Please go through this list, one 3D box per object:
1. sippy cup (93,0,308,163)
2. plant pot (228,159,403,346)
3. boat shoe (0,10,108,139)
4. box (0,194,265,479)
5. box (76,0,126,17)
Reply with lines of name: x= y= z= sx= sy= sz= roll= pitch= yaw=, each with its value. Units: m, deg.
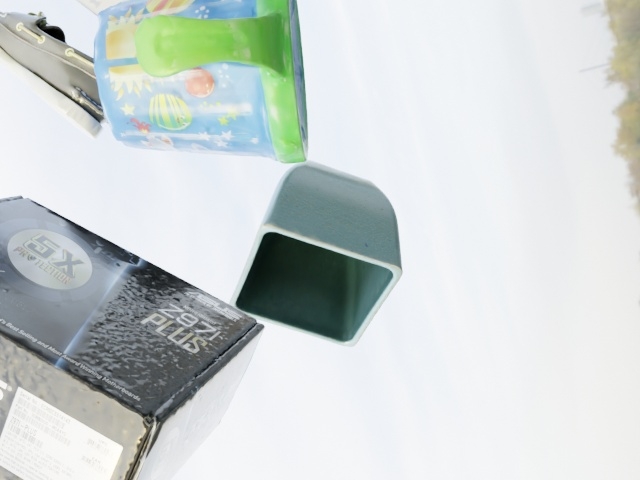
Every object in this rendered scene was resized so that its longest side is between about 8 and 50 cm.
sippy cup: x=-0.134 y=-0.200 z=0.854 sx=0.305 sy=0.223 sz=0.240 roll=82 pitch=-176 yaw=-59
plant pot: x=0.000 y=0.000 z=1.330 sx=0.247 sy=0.247 sz=0.252 roll=116 pitch=169 yaw=-45
boat shoe: x=-0.374 y=-0.249 z=0.979 sx=0.091 sy=0.305 sz=0.109 roll=-50 pitch=-23 yaw=-6
box: x=-0.142 y=0.055 z=0.384 sx=0.078 sy=0.180 sz=0.147 roll=-65 pitch=-9 yaw=15
box: x=-0.293 y=-0.484 z=1.218 sx=0.121 sy=0.148 sz=0.311 roll=35 pitch=-144 yaw=-31
